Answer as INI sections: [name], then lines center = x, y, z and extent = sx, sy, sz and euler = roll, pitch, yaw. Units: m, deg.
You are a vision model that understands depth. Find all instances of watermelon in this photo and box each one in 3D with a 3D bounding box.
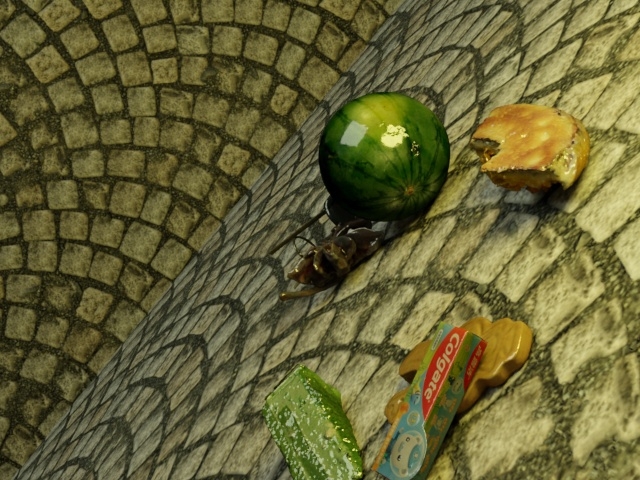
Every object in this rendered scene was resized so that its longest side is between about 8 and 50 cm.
[watermelon]
center = 0.116, -0.152, 1.555
extent = 0.242, 0.242, 0.242
euler = -45, 16, 17

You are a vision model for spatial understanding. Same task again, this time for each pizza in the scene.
[pizza]
center = 0.309, -0.131, 1.251
extent = 0.161, 0.086, 0.305
euler = -24, 23, 9

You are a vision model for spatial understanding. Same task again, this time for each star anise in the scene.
[star anise]
center = 0.022, 0.037, 1.651
extent = 0.231, 0.089, 0.209
euler = -41, 5, 11

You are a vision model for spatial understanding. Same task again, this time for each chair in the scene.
[chair]
center = 0.000, -0.001, 1.816
extent = 0.221, 0.104, 0.095
euler = -49, 41, 23

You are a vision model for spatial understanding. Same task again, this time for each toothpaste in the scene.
[toothpaste]
center = 0.134, 0.195, 0.986
extent = 0.070, 0.044, 0.193
euler = 16, 77, 54

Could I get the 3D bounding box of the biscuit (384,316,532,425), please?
[biscuit]
center = 0.168, 0.161, 1.070
extent = 0.236, 0.040, 0.144
euler = -36, 26, 47

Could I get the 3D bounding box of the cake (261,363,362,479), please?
[cake]
center = 0.008, 0.293, 1.204
extent = 0.100, 0.099, 0.235
euler = -47, 36, 7
